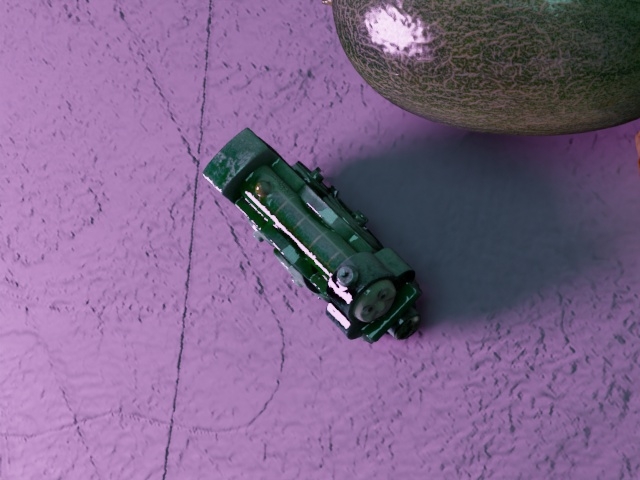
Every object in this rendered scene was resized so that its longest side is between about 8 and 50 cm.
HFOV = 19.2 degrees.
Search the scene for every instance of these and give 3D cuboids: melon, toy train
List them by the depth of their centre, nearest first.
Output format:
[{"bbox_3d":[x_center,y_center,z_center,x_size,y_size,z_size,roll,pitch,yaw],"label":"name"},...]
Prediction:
[{"bbox_3d":[0.126,-0.160,1.279,0.288,0.182,0.182,4,78,25],"label":"melon"},{"bbox_3d":[0.000,0.000,1.334,0.071,0.104,0.178,-46,65,2],"label":"toy train"}]

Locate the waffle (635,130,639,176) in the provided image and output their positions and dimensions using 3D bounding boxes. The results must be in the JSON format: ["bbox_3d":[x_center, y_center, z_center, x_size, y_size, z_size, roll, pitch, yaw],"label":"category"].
[{"bbox_3d":[0.288,-0.040,1.253,0.148,0.042,0.102,-14,73,20],"label":"waffle"}]
